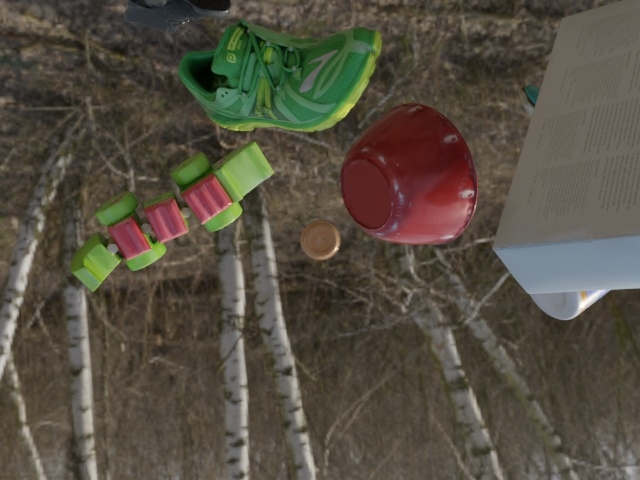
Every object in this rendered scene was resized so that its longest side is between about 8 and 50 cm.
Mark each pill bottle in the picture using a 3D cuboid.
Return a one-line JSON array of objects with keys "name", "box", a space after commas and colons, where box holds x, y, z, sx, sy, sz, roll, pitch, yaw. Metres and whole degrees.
[{"name": "pill bottle", "box": [0.600, 0.048, 1.673, 0.272, 0.152, 0.152, -31, -178, -23]}]

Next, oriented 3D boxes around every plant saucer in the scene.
[{"name": "plant saucer", "box": [0.000, 0.000, 1.558, 0.083, 0.084, 0.013, -6, -170, -5]}]

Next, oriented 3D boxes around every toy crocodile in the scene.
[{"name": "toy crocodile", "box": [-0.228, -0.041, 1.154, 0.340, 0.115, 0.105, -29, -161, -6]}]

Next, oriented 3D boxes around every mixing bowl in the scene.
[{"name": "mixing bowl", "box": [0.090, -0.068, 0.912, 0.098, 0.181, 0.181, -21, -178, -37]}]

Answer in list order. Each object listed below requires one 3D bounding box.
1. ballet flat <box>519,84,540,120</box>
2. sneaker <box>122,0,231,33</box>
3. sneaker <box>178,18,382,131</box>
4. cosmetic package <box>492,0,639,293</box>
[{"name": "ballet flat", "box": [0.341, -0.165, 1.074, 0.168, 0.057, 0.052, 23, 139, -18]}, {"name": "sneaker", "box": [-0.226, -0.362, 1.182, 0.170, 0.051, 0.089, 10, 156, -5]}, {"name": "sneaker", "box": [-0.060, -0.192, 0.870, 0.295, 0.109, 0.123, -2, 155, 42]}, {"name": "cosmetic package", "box": [0.371, -0.126, 0.802, 0.284, 0.377, 0.097, -9, 137, 44]}]
